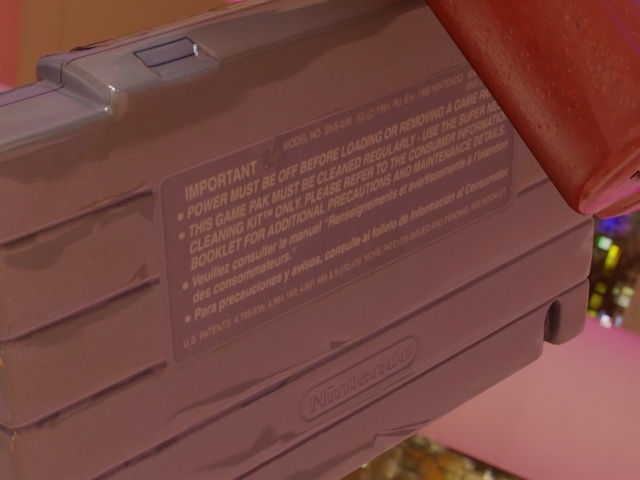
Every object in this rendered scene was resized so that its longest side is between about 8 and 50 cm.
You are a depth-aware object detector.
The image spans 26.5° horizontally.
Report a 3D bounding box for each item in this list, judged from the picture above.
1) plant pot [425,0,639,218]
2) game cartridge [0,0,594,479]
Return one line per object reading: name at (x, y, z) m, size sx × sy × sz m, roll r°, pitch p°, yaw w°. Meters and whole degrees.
plant pot at (0.112, -0.167, 0.471) m, size 0.272 × 0.265 × 0.272 m, roll -26°, pitch -12°, yaw -6°
game cartridge at (0.000, 0.000, 0.604) m, size 0.355 × 0.068 × 0.230 m, roll -24°, pitch -59°, yaw -38°
